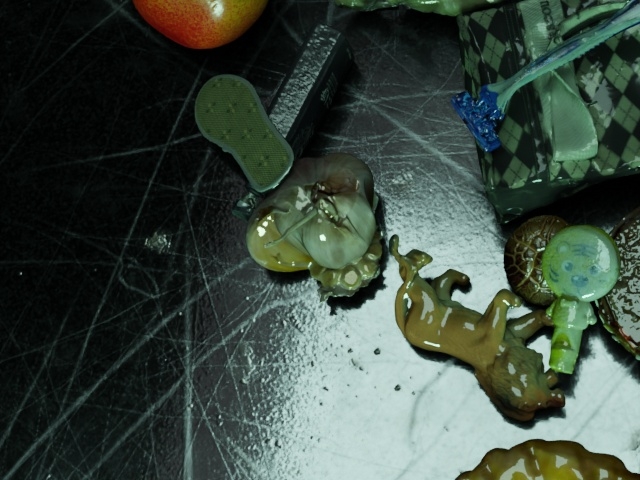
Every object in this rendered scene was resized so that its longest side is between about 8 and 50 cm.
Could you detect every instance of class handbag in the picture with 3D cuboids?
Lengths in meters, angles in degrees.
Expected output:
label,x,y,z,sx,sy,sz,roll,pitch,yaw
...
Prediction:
label,x,y,z,sx,sy,sz,roll,pitch,yaw
handbag,0.411,-0.204,1.780,0.416,0.180,0.317,-12,62,12

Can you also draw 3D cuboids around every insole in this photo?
label,x,y,z,sx,sy,sz,roll,pitch,yaw
insole,-0.117,-0.165,1.899,0.109,0.007,0.322,-47,39,9

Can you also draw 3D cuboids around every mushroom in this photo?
label,x,y,z,sx,sy,sz,roll,pitch,yaw
mushroom,0.312,0.028,1.790,0.109,0.085,0.126,-20,95,-8

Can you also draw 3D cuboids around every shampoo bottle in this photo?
label,x,y,z,sx,sy,sz,roll,pitch,yaw
shampoo bottle,-0.049,-0.169,1.922,0.071,0.098,0.309,26,79,13

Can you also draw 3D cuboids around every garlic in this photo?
label,x,y,z,sx,sy,sz,roll,pitch,yaw
garlic,0.000,0.000,1.810,0.207,0.257,0.207,3,116,7

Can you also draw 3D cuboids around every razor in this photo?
label,x,y,z,sx,sy,sz,roll,pitch,yaw
razor,0.327,-0.244,1.703,0.324,0.056,0.093,-33,69,6

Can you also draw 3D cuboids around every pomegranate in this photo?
label,x,y,z,sx,sy,sz,roll,pitch,yaw
pomegranate,-0.170,-0.412,1.950,0.256,0.221,0.221,-29,62,44

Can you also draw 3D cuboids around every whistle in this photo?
label,x,y,z,sx,sy,sz,roll,pitch,yaw
whistle,0.339,0.077,1.711,0.104,0.057,0.198,9,90,29

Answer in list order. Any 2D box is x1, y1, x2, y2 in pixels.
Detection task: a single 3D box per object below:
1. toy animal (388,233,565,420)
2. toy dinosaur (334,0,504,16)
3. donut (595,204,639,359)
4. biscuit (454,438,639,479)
label,x,y,z,sx,sy,sz,roll,pitch,yaw
toy animal,0.208,0.129,1.779,0.312,0.097,0.157,25,85,19
toy dinosaur,0.163,-0.374,1.911,0.294,0.162,0.077,7,93,11
donut,0.499,0.061,1.735,0.269,0.103,0.270,-3,74,11
biscuit,0.295,0.417,1.660,0.325,0.107,0.326,-4,68,10
